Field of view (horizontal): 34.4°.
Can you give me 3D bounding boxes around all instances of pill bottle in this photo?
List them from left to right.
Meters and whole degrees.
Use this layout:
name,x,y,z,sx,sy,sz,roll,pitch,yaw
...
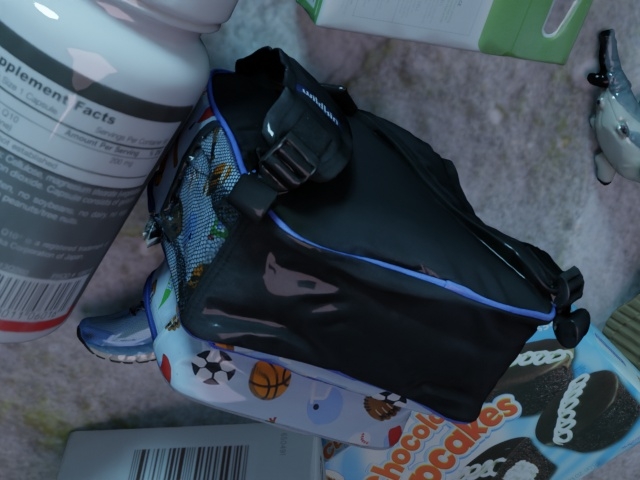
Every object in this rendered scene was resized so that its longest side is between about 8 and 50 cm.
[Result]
name,x,y,z,sx,sy,sz,roll,pitch,yaw
pill bottle,-0.171,-0.089,0.653,0.161,0.161,0.283,22,113,-31

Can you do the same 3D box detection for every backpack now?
name,x,y,z,sx,sy,sz,roll,pitch,yaw
backpack,0.000,0.000,0.716,0.277,0.263,0.213,26,117,-30

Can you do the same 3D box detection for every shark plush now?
name,x,y,z,sx,sy,sz,roll,pitch,yaw
shark plush,0.263,-0.109,0.890,0.067,0.073,0.161,-39,109,-16

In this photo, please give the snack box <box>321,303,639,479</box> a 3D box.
name,x,y,z,sx,sy,sz,roll,pitch,yaw
snack box,0.138,0.188,0.973,0.322,0.060,0.187,-39,116,20

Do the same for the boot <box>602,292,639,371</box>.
name,x,y,z,sx,sy,sz,roll,pitch,yaw
boot,0.404,0.081,1.029,0.207,0.090,0.248,10,115,-24

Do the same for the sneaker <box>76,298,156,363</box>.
name,x,y,z,sx,sy,sz,roll,pitch,yaw
sneaker,-0.120,0.048,0.843,0.162,0.063,0.073,-16,110,-15

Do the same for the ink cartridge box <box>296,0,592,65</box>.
name,x,y,z,sx,sy,sz,roll,pitch,yaw
ink cartridge box,0.096,-0.198,0.738,0.209,0.062,0.109,4,121,-23

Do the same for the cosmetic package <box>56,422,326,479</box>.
name,x,y,z,sx,sy,sz,roll,pitch,yaw
cosmetic package,-0.094,0.385,0.976,0.230,0.161,0.453,-4,127,5
